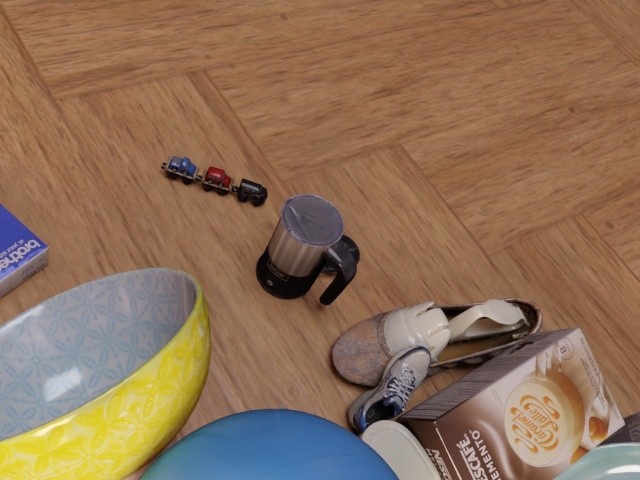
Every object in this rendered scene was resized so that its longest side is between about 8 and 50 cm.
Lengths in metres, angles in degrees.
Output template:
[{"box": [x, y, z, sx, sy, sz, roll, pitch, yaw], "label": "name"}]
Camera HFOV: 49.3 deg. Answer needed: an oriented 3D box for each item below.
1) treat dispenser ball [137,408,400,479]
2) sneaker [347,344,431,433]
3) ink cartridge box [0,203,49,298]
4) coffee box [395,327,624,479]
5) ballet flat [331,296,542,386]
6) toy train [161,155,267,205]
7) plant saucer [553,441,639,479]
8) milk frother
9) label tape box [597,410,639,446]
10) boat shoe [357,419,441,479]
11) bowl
[{"box": [-0.046, 0.297, 0.620, 0.288, 0.288, 0.288, 11, 54, -15], "label": "treat dispenser ball"}, {"box": [0.093, 0.190, 0.860, 0.052, 0.058, 0.135, 40, 90, -11], "label": "sneaker"}, {"box": [-0.429, 0.046, 0.801, 0.097, 0.046, 0.207, 40, 52, 7], "label": "ink cartridge box"}, {"box": [0.236, 0.225, 0.860, 0.247, 0.098, 0.141, -26, 89, -25], "label": "coffee box"}, {"box": [0.168, 0.121, 0.946, 0.316, 0.106, 0.107, -7, 59, -25], "label": "ballet flat"}, {"box": [-0.152, -0.088, 1.011, 0.158, 0.036, 0.027, 18, 52, -9], "label": "toy train"}, {"box": [0.363, 0.386, 0.775, 0.318, 0.043, 0.317, -15, 51, 19], "label": "plant saucer"}, {"box": [0.000, 0.000, 0.947, 0.129, 0.134, 0.143, 28, 51, -2], "label": "milk frother"}, {"box": [0.517, 0.405, 0.874, 0.249, 0.115, 0.347, 12, 53, -18], "label": "label tape box"}, {"box": [0.117, 0.354, 0.773, 0.109, 0.091, 0.305, -11, 62, -38], "label": "boat shoe"}, {"box": [-0.228, 0.166, 0.705, 0.289, 0.290, 0.156, -38, 118, -37], "label": "bowl"}]
